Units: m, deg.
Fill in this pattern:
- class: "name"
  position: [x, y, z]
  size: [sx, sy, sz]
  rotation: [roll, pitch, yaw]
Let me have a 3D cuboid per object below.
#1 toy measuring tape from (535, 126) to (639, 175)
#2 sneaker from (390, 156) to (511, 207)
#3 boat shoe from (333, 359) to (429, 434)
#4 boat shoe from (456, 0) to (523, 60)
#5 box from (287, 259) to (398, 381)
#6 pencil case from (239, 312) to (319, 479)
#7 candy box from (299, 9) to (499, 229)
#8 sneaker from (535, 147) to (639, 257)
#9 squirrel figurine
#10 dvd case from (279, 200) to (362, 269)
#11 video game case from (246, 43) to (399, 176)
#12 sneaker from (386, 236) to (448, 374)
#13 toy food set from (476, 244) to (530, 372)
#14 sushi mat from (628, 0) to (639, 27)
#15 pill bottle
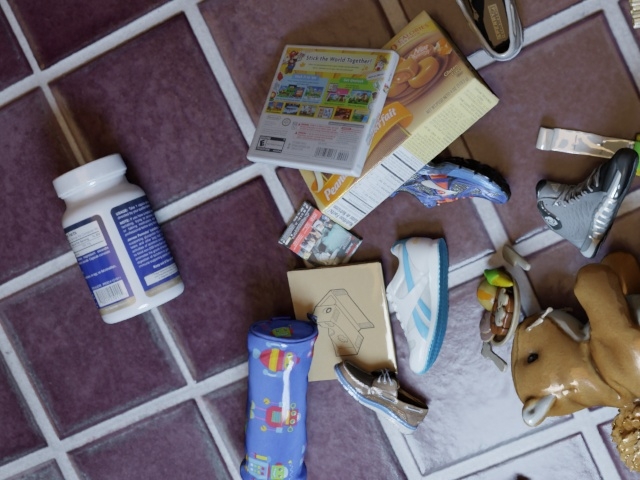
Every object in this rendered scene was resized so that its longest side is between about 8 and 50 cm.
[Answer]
- class: "toy measuring tape"
  position: [0.498, -0.127, 1.731]
  size: [0.330, 0.121, 0.121]
  rotation: [12, 102, 11]
- class: "sneaker"
  position: [0.202, -0.092, 1.830]
  size: [0.221, 0.083, 0.087]
  rotation: [15, 110, 19]
- class: "boat shoe"
  position: [0.105, 0.251, 1.901]
  size: [0.183, 0.066, 0.066]
  rotation: [37, 108, -18]
- class: "boat shoe"
  position: [0.244, -0.407, 1.753]
  size: [0.096, 0.088, 0.267]
  rotation: [-16, 96, 15]
- class: "box"
  position: [0.039, 0.139, 1.922]
  size: [0.164, 0.021, 0.201]
  rotation: [-7, 103, 14]
- class: "pencil case"
  position: [-0.072, 0.273, 1.914]
  size: [0.119, 0.133, 0.306]
  rotation: [2, 108, -7]
- class: "candy box"
  position: [0.104, -0.189, 1.778]
  size: [0.316, 0.087, 0.183]
  rotation: [-41, 49, 17]
- class: "sneaker"
  position: [0.398, -0.074, 1.738]
  size: [0.132, 0.086, 0.229]
  rotation: [29, 143, 17]
- class: "squirrel figurine"
  position: [0.492, 0.212, 1.717]
  size: [0.370, 0.281, 0.397]
  rotation: [-29, 90, 22]
- class: "dvd case"
  position: [0.000, 0.000, 1.918]
  size: [0.119, 0.013, 0.087]
  rotation: [35, 105, 6]
- class: "video game case"
  position: [0.001, -0.211, 1.787]
  size: [0.227, 0.026, 0.206]
  rotation: [11, 78, 40]
- class: "sneaker"
  position: [0.160, 0.108, 1.870]
  size: [0.092, 0.087, 0.229]
  rotation: [3, 93, 19]
- class: "toy food set"
  position: [0.283, 0.109, 1.816]
  size: [0.038, 0.132, 0.192]
  rotation: [8, 101, -12]
- class: "sushi mat"
  position: [0.626, -0.418, 1.701]
  size: [0.316, 0.019, 0.151]
  rotation: [-6, 99, 14]
- class: "pill bottle"
  position: [-0.349, -0.005, 1.924]
  size: [0.153, 0.153, 0.265]
  rotation: [-21, 94, 15]
